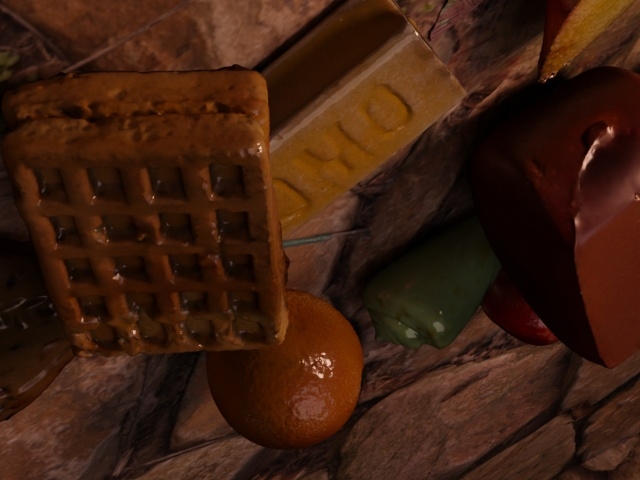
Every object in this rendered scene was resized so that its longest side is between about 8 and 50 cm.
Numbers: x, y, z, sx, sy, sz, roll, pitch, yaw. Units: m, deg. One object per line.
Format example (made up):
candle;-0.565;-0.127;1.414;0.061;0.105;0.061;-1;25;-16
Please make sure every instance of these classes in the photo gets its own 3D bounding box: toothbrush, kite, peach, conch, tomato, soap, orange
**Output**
toothbrush;0.000;0.000;1.540;0.167;0.014;0.011;-9;154;-43
kite;0.127;-0.241;1.268;0.153;0.005;0.137;-18;151;-28
peach;0.293;-0.281;1.323;0.279;0.068;0.189;-50;159;28
conch;0.166;0.051;1.744;0.250;0.137;0.143;-43;134;-26
tomato;0.321;0.070;1.901;0.187;0.151;0.187;-26;149;-17
soap;-0.006;-0.108;1.249;0.274;0.089;0.173;-38;152;10
orange;-0.042;0.157;1.561;0.206;0.206;0.206;-27;155;-14

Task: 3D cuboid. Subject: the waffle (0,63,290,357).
waffle;-0.139;-0.009;1.126;0.224;0.098;0.327;0;143;1

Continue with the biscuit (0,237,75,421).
biscuit;-0.372;0.117;1.270;0.359;0.046;0.359;-28;155;-15

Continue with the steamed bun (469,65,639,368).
steamed bun;0.320;-0.044;1.573;0.235;0.248;0.379;-36;140;-6
